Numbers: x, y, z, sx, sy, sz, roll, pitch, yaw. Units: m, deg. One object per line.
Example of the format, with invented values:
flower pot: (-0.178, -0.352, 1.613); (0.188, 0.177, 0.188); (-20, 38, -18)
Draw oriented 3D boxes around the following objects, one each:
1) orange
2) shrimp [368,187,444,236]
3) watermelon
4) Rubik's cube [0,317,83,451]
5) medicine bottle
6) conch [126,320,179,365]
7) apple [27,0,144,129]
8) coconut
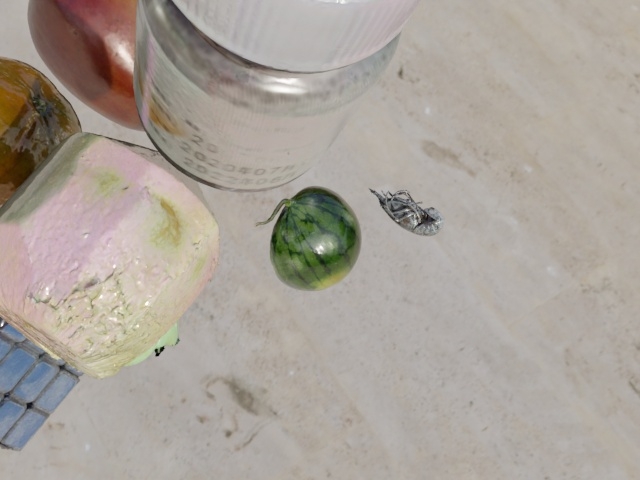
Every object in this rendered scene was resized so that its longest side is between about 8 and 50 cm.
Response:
orange: (-0.418, -0.135, 1.001); (0.240, 0.171, 0.240); (38, 38, -37)
shrimp: (0.155, -0.061, 1.439); (0.165, 0.065, 0.056); (37, 20, 17)
watermelon: (0.004, 0.004, 1.506); (0.127, 0.232, 0.204); (25, 57, 39)
Rubik's cube: (-0.580, 0.105, 1.308); (0.343, 0.344, 0.337); (33, 73, 17)
medicine bottle: (-0.034, -0.144, 0.487); (0.165, 0.273, 0.165); (4, 74, -13)
conch: (-0.288, 0.105, 1.241); (0.143, 0.137, 0.250); (13, 17, 2)
apple: (-0.413, -0.398, 1.571); (0.365, 0.295, 0.329); (49, 26, -10)
coconut: (-0.224, 0.007, 0.831); (0.233, 0.233, 0.245); (35, 68, 2)
